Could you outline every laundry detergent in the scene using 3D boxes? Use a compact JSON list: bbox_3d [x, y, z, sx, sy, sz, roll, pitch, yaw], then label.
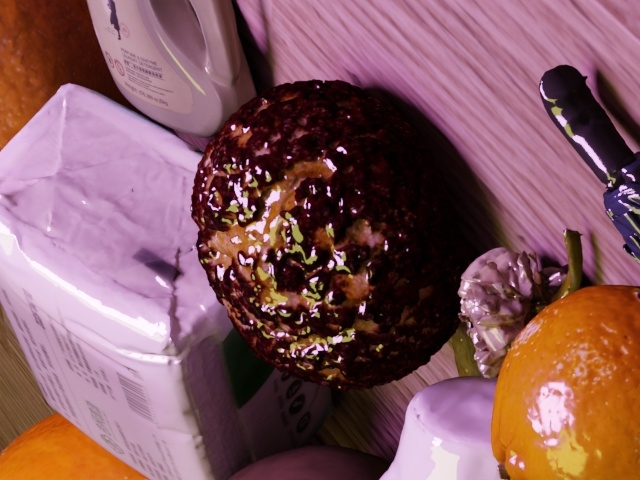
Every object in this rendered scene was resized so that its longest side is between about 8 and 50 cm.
[{"bbox_3d":[-0.132,-0.217,1.523,0.181,0.091,0.253,37,148,43],"label":"laundry detergent"}]

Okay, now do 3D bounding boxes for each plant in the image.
[{"bbox_3d":[0.157,0.042,1.250,0.117,0.104,0.122,29,125,-12],"label":"plant"}]

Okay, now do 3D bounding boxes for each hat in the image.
[{"bbox_3d":[0.118,0.177,1.368,0.203,0.203,0.126,34,130,50],"label":"hat"}]

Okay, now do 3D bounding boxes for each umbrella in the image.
[{"bbox_3d":[0.209,-0.005,1.075,0.248,0.071,0.071,58,160,27],"label":"umbrella"}]

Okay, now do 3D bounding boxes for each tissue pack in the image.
[{"bbox_3d":[-0.145,0.061,1.668,0.266,0.194,0.356,31,155,23],"label":"tissue pack"}]

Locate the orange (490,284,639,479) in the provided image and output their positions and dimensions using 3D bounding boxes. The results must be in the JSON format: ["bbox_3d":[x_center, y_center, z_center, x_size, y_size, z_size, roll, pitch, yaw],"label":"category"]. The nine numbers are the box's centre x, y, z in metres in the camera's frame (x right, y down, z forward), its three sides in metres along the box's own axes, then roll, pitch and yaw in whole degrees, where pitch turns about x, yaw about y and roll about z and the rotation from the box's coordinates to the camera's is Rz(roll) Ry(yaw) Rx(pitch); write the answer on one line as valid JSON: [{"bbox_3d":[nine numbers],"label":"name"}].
[{"bbox_3d":[0.187,0.114,1.131,0.177,0.155,0.177,43,169,11],"label":"orange"}]

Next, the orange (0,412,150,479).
[{"bbox_3d":[-0.167,0.343,1.906,0.424,0.424,0.326,48,120,31],"label":"orange"}]

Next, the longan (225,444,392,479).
[{"bbox_3d":[0.015,0.320,1.617,0.297,0.297,0.297,48,155,31],"label":"longan"}]

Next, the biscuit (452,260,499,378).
[{"bbox_3d":[0.121,0.073,1.414,0.071,0.018,0.147,48,154,42],"label":"biscuit"}]

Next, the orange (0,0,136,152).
[{"bbox_3d":[-0.337,-0.139,1.781,0.357,0.322,0.322,51,165,-27],"label":"orange"}]

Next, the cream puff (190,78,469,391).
[{"bbox_3d":[0.000,0.000,1.381,0.239,0.165,0.239,52,155,36],"label":"cream puff"}]
